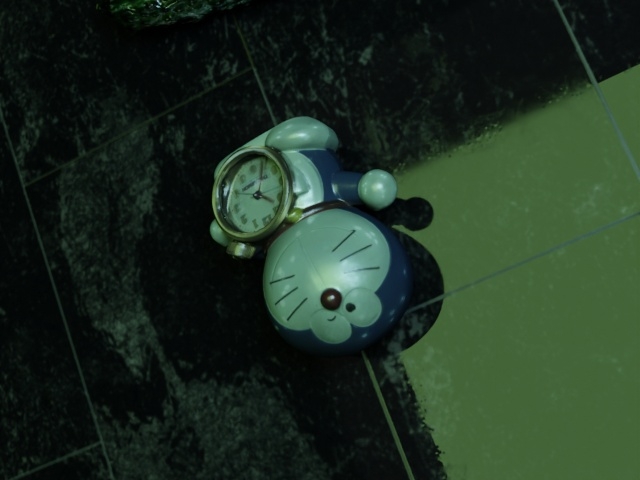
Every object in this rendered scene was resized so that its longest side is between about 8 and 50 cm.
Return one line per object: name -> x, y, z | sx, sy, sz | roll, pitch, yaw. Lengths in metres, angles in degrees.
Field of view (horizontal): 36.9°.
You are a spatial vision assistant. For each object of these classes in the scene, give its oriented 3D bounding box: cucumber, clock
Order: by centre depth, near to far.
clock -> 0.000, 0.000, 0.985 | 0.200, 0.146, 0.243 | -30, 70, 18
cucumber -> -0.095, -0.307, 1.080 | 0.360, 0.096, 0.096 | -17, 78, 15
